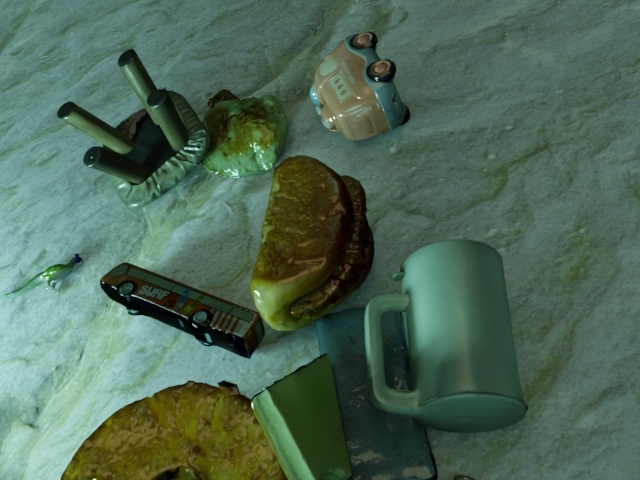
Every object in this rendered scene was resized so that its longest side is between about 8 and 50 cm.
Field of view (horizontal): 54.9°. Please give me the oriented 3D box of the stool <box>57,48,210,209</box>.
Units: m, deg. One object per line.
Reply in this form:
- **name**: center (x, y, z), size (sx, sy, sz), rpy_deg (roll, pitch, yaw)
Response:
- **stool**: center (-0.497, -0.292, 1.638), size (0.310, 0.226, 0.310), rpy_deg (-42, 54, 2)

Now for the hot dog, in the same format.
- **hot dog**: center (-0.001, -0.001, 1.325), size (0.223, 0.185, 0.405), rpy_deg (0, 55, 13)

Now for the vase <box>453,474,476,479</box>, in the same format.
- **vase**: center (0.243, 0.457, 1.053), size (0.053, 0.053, 0.100), rpy_deg (6, 52, 17)

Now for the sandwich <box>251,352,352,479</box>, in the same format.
- **sandwich**: center (-0.010, 0.335, 1.112), size (0.063, 0.245, 0.212), rpy_deg (-33, 80, 25)

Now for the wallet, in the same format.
- **wallet**: center (0.098, 0.299, 1.207), size (0.191, 0.046, 0.379), rpy_deg (-11, 52, 4)

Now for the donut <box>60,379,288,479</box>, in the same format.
- **donut**: center (-0.218, 0.470, 1.085), size (0.378, 0.163, 0.435), rpy_deg (-28, 51, -10)

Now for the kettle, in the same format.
- **kettle**: center (0.237, 0.172, 1.149), size (0.205, 0.265, 0.318), rpy_deg (-36, 41, 43)

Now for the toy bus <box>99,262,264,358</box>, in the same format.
- **toy bus**: center (-0.316, 0.153, 1.383), size (0.409, 0.093, 0.092), rpy_deg (18, 52, 23)

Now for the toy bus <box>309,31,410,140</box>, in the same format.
- **toy bus**: center (0.095, -0.394, 1.646), size (0.232, 0.194, 0.287), rpy_deg (-29, 53, 7)

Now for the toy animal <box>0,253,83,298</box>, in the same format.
- **toy animal**: center (-0.691, 0.110, 1.534), size (0.217, 0.041, 0.075), rpy_deg (-31, 52, -6)

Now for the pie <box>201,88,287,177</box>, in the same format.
- **pie**: center (-0.221, -0.289, 1.695), size (0.274, 0.105, 0.257), rpy_deg (13, 73, 25)
